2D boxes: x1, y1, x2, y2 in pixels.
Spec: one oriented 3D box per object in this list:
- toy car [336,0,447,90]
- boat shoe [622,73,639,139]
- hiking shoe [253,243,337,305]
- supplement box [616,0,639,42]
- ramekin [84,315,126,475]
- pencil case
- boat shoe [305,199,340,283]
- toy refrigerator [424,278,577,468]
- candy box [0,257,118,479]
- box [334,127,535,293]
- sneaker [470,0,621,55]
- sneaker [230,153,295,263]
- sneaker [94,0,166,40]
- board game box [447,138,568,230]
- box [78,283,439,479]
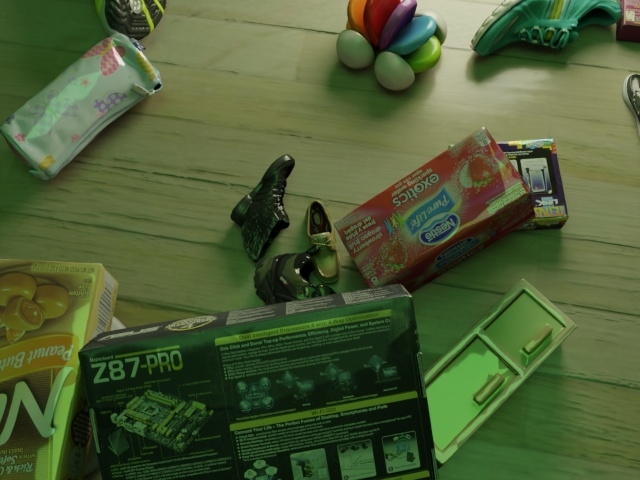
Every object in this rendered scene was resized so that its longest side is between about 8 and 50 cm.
[{"bbox_3d":[0.123,-0.360,1.183,0.182,0.136,0.159,34,73,15],"label":"toy car"},{"bbox_3d":[0.540,-0.220,1.155,0.049,0.040,0.142,-8,68,0],"label":"boat shoe"},{"bbox_3d":[-0.025,0.114,1.015,0.114,0.086,0.227,-20,67,13],"label":"hiking shoe"},{"bbox_3d":[0.551,-0.394,1.224,0.055,0.043,0.083,9,68,7],"label":"supplement box"},{"bbox_3d":[-0.402,0.199,0.984,0.277,0.135,0.277,-1,68,2],"label":"ramekin"},{"bbox_3d":[-0.396,-0.223,1.170,0.273,0.113,0.124,-43,92,-14],"label":"pencil case"},{"bbox_3d":[0.000,0.000,1.092,0.050,0.045,0.135,-14,68,-3],"label":"boat shoe"},{"bbox_3d":[0.223,0.185,0.978,0.269,0.094,0.102,-41,71,-13],"label":"toy refrigerator"},{"bbox_3d":[-0.376,0.183,0.869,0.183,0.087,0.316,2,67,4],"label":"candy box"},{"bbox_3d":[0.167,-0.029,1.014,0.257,0.128,0.122,-32,68,10],"label":"box"},{"bbox_3d":[0.390,-0.378,1.199,0.275,0.107,0.110,-23,77,-6],"label":"sneaker"},{"bbox_3d":[-0.076,-0.051,1.117,0.089,0.051,0.170,38,79,16],"label":"sneaker"},{"bbox_3d":[-0.390,-0.514,1.296,0.147,0.145,0.385,-20,65,21],"label":"sneaker"},{"bbox_3d":[0.293,-0.086,1.110,0.170,0.048,0.141,-3,70,2],"label":"board game box"},{"bbox_3d":[-0.063,0.242,0.851,0.395,0.097,0.318,-10,98,-2],"label":"box"}]
